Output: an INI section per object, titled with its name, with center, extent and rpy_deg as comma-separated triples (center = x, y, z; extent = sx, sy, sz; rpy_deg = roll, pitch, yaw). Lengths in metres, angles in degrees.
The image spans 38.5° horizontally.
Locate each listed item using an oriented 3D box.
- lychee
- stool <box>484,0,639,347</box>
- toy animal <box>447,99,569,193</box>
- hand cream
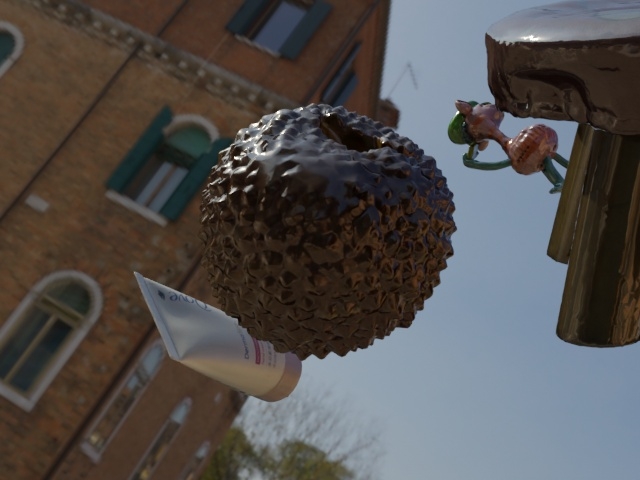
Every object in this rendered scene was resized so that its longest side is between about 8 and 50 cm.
[lychee]
center = 0.000, 0.000, 0.923
extent = 0.267, 0.267, 0.267
rpy_deg = 28, -23, 13
[stool]
center = 0.236, -0.057, 0.539
extent = 0.272, 0.272, 0.178
rpy_deg = 10, -69, 44
[toy animal]
center = 0.252, -0.117, 1.217
extent = 0.208, 0.103, 0.100
rpy_deg = 38, -13, 31
[hand cream]
center = -0.122, 0.122, 1.096
extent = 0.248, 0.083, 0.133
rpy_deg = 35, 15, -52
